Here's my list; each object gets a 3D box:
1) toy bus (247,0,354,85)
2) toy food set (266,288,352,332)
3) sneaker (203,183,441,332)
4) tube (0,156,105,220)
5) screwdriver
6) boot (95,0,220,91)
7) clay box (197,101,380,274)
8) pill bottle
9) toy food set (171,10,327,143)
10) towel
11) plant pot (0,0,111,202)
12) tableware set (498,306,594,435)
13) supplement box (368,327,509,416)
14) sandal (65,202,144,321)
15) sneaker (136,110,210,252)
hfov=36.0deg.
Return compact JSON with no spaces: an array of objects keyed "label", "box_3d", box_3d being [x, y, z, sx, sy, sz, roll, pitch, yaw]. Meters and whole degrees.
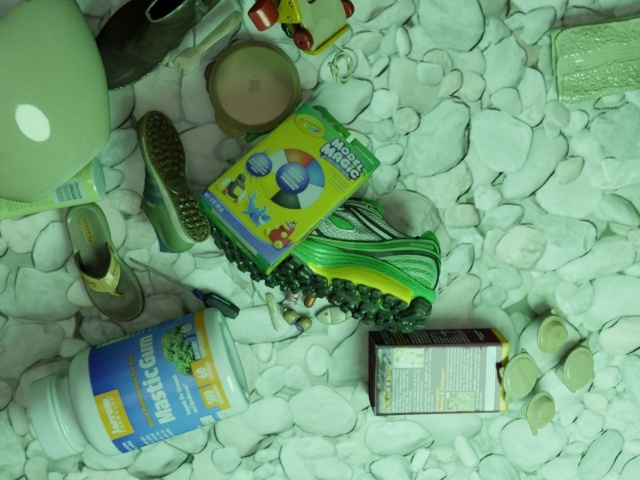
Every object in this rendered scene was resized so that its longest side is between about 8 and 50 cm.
[{"label":"toy bus","box_3d":[-0.036,-0.322,1.264,0.191,0.104,0.202,13,92,-48]},{"label":"toy food set","box_3d":[-0.011,0.090,1.387,0.122,0.019,0.077,-14,101,-1]},{"label":"sneaker","box_3d":[0.000,0.000,1.336,0.344,0.134,0.146,23,62,-1]},{"label":"tube","box_3d":[-0.412,-0.067,1.320,0.240,0.070,0.062,-9,140,2]},{"label":"screwdriver","box_3d":[-0.188,0.062,1.376,0.170,0.024,0.025,32,68,-2]},{"label":"boot","box_3d":[-0.208,-0.276,1.212,0.248,0.207,0.090,-41,100,5]},{"label":"clay box","box_3d":[-0.033,-0.077,1.251,0.127,0.053,0.222,44,71,6]},{"label":"pill bottle","box_3d":[-0.245,0.201,1.328,0.272,0.152,0.152,-19,101,0]},{"label":"toy food set","box_3d":[-0.092,-0.203,1.324,0.132,0.038,0.192,-41,95,-3]},{"label":"towel","box_3d":[0.390,-0.248,1.343,0.148,0.027,0.110,-11,102,-1]},{"label":"plant pot","box_3d":[-0.367,-0.159,1.199,0.284,0.284,0.191,-37,109,4]},{"label":"tableware set","box_3d":[0.320,0.185,1.388,0.169,0.020,0.141,-44,118,-21]},{"label":"supplement box","box_3d":[0.163,0.183,1.384,0.188,0.081,0.104,-1,100,-4]},{"label":"sandal","box_3d":[-0.301,0.032,1.345,0.072,0.049,0.180,-21,101,1]},{"label":"sneaker","box_3d":[-0.218,-0.070,1.321,0.086,0.064,0.192,-30,78,41]}]
